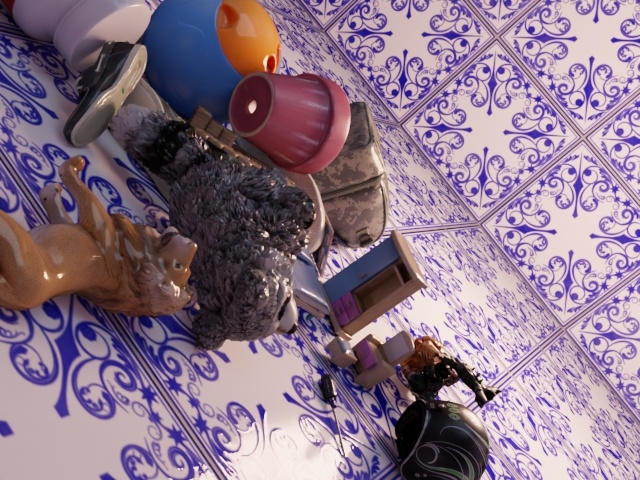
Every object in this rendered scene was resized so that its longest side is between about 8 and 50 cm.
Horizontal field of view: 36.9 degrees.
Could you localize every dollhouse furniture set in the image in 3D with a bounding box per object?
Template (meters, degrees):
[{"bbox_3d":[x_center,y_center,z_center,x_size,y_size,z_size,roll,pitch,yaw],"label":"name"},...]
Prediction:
[{"bbox_3d":[0.042,0.066,1.773,0.303,0.198,0.286,38,22,-45],"label":"dollhouse furniture set"}]

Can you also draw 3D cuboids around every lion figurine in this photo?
[{"bbox_3d":[-0.337,0.020,1.215,0.392,0.142,0.240,-17,74,-55],"label":"lion figurine"}]

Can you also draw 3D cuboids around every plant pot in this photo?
[{"bbox_3d":[-0.072,-0.244,1.878,0.180,0.201,0.201,13,39,-47],"label":"plant pot"}]

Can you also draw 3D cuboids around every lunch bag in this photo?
[{"bbox_3d":[0.061,-0.148,2.277,0.305,0.212,0.256,-96,164,-61],"label":"lunch bag"}]

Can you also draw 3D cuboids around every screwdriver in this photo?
[{"bbox_3d":[0.028,0.295,1.620,0.025,0.024,0.170,4,41,-24],"label":"screwdriver"}]

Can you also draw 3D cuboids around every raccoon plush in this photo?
[{"bbox_3d":[-0.211,-0.006,1.524,0.446,0.216,0.299,27,30,5],"label":"raccoon plush"}]

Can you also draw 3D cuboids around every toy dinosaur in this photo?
[{"bbox_3d":[0.215,0.266,1.883,0.218,0.164,0.322,52,14,16],"label":"toy dinosaur"}]

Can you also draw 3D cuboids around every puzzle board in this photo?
[{"bbox_3d":[0.000,0.000,2.009,0.011,0.128,0.096,-2,41,-17],"label":"puzzle board"}]

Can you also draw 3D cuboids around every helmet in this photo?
[{"bbox_3d":[0.222,0.372,1.713,0.161,0.169,0.169,26,24,-13],"label":"helmet"}]

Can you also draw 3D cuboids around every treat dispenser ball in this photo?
[{"bbox_3d":[-0.224,-0.384,1.980,0.288,0.288,0.288,42,20,-19],"label":"treat dispenser ball"}]

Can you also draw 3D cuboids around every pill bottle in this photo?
[{"bbox_3d":[-0.493,-0.508,1.705,0.408,0.229,0.229,51,19,7],"label":"pill bottle"}]

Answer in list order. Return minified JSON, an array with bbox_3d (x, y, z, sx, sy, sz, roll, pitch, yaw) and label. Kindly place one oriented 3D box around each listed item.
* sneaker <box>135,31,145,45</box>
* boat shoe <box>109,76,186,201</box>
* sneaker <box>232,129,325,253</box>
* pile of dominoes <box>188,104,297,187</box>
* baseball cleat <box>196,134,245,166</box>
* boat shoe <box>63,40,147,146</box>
[{"bbox_3d":[-0.326,-0.414,2.157,0.281,0.105,0.115,24,-4,-43],"label":"sneaker"},{"bbox_3d":[-0.285,-0.180,1.726,0.305,0.109,0.091,55,18,3],"label":"boat shoe"},{"bbox_3d":[-0.074,-0.112,2.049,0.148,0.131,0.350,59,8,-67],"label":"sneaker"},{"bbox_3d":[-0.134,-0.170,1.826,0.251,0.040,0.196,32,6,-16],"label":"pile of dominoes"},{"bbox_3d":[-0.209,-0.148,1.865,0.206,0.072,0.109,39,-11,37],"label":"baseball cleat"},{"bbox_3d":[-0.375,-0.250,1.616,0.079,0.084,0.233,20,56,5],"label":"boat shoe"}]
